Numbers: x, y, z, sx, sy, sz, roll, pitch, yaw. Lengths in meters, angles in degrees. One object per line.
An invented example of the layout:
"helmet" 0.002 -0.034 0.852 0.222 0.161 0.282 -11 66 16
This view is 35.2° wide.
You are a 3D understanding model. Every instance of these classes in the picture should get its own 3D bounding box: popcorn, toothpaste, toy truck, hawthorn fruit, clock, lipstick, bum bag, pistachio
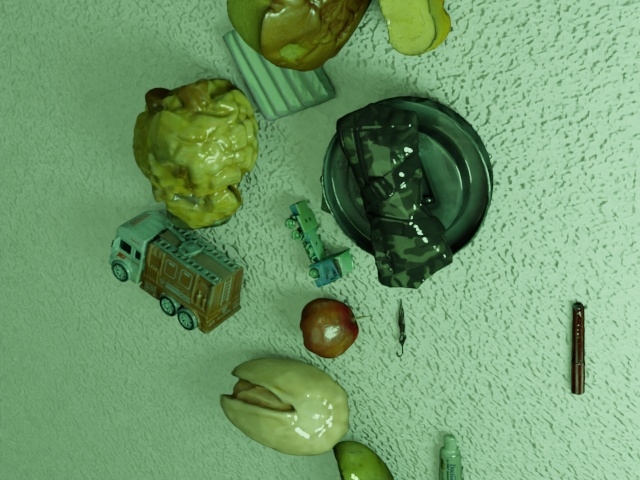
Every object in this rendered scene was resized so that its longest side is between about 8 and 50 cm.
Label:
"popcorn" -0.252 -0.173 2.000 0.265 0.225 0.332 20 132 26
"toothpaste" 0.265 0.500 2.065 0.067 0.037 0.255 11 121 26
"toy truck" 0.000 0.000 1.999 0.081 0.067 0.175 -21 95 35
"hawthorn fruit" 0.021 0.172 2.039 0.125 0.140 0.125 50 169 13
"clock" 0.156 -0.104 1.786 0.313 0.061 0.312 9 116 19
"lipstick" 0.455 0.191 1.778 0.027 0.027 0.176 10 116 33
"bum bag" 0.129 -0.071 1.724 0.144 0.095 0.340 -8 107 28
"pistachio" -0.080 0.348 2.155 0.318 0.214 0.193 15 77 41
"toy truck" -0.317 0.055 2.204 0.305 0.136 0.162 32 131 21

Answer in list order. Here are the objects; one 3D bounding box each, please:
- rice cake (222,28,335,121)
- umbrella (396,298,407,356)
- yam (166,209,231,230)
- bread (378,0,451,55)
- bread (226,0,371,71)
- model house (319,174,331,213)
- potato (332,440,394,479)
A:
"rice cake" -0.083 -0.332 1.909 0.189 0.037 0.198 -15 102 40
"umbrella" 0.161 0.173 1.994 0.013 0.022 0.122 26 118 56
"yam" -0.262 -0.054 2.161 0.146 0.070 0.069 -8 107 38
"bread" 0.144 -0.429 1.659 0.102 0.094 0.245 -10 107 30
"bread" -0.024 -0.412 1.677 0.148 0.270 0.270 40 130 25
"model house" 0.037 -0.085 1.922 0.079 0.066 0.083 14 121 14
"potato" 0.108 0.540 2.149 0.111 0.160 0.271 -17 108 -3
